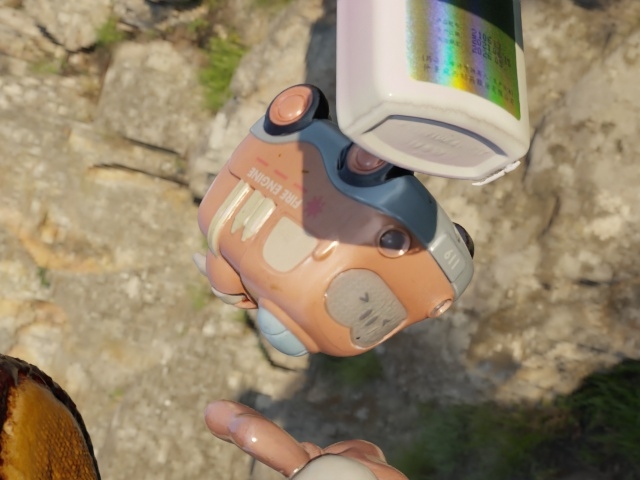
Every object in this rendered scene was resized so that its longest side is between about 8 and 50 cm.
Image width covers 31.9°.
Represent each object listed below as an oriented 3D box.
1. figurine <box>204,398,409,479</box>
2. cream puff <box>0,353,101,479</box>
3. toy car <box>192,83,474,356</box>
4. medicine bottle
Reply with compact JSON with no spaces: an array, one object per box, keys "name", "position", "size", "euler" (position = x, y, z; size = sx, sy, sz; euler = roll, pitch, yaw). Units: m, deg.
[{"name":"figurine","position":[0.043,0.207,0.602],"size":[0.421,0.154,0.193],"euler":[18,86,64]},{"name":"cream puff","position":[-0.264,0.201,0.840],"size":[0.239,0.165,0.239],"euler":[-18,-90,-83]},{"name":"toy car","position":[0.000,0.000,1.072],"size":[0.212,0.180,0.270],"euler":[-47,46,-8]},{"name":"medicine bottle","position":[0.067,-0.151,0.684],"size":[0.078,0.115,0.219],"euler":[-31,51,51]}]
